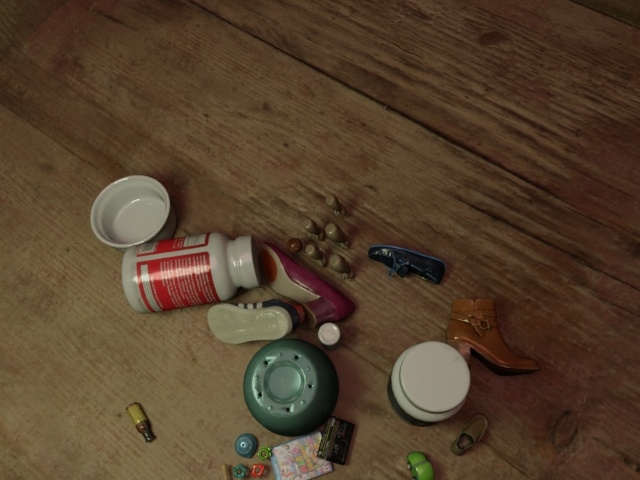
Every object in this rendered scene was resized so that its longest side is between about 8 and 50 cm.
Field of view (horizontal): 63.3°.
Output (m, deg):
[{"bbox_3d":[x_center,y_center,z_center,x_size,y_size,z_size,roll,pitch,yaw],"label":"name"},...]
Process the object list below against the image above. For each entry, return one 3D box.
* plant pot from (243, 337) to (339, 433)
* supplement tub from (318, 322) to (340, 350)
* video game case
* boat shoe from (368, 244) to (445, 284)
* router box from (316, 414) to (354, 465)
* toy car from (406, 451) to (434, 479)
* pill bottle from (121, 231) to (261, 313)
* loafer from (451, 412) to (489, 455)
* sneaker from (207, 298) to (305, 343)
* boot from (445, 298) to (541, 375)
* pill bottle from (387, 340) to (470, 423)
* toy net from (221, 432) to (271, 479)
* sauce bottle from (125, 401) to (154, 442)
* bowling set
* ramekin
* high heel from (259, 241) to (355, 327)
[{"bbox_3d":[-0.092,0.419,1.511,0.292,0.235,0.293,-1,71,2],"label":"plant pot"},{"bbox_3d":[0.030,0.303,1.630,0.070,0.107,0.071,-1,68,4],"label":"supplement tub"},{"bbox_3d":[-0.060,0.651,1.542,0.166,0.015,0.119,-19,67,-3],"label":"video game case"},{"bbox_3d":[0.279,0.080,1.707,0.258,0.109,0.089,12,72,12],"label":"boat shoe"},{"bbox_3d":[0.045,0.584,1.519,0.038,0.092,0.123,-4,60,43],"label":"router box"},{"bbox_3d":[0.306,0.702,1.451,0.238,0.053,0.225,-11,58,-17],"label":"toy car"},{"bbox_3d":[-0.406,0.097,1.685,0.407,0.229,0.229,-9,67,1],"label":"pill bottle"},{"bbox_3d":[0.442,0.569,1.518,0.056,0.050,0.148,39,75,18],"label":"loafer"},{"bbox_3d":[-0.202,0.250,1.653,0.349,0.148,0.131,-1,99,34],"label":"sneaker"},{"bbox_3d":[0.533,0.297,1.609,0.283,0.109,0.220,4,64,14],"label":"boot"},{"bbox_3d":[0.292,0.398,1.432,0.204,0.361,0.204,-2,67,4],"label":"pill bottle"},{"bbox_3d":[-0.240,0.693,1.525,0.122,0.045,0.232,26,73,12],"label":"toy net"},{"bbox_3d":[-0.556,0.562,1.603,0.042,0.042,0.128,-33,70,-9],"label":"sauce bottle"},{"bbox_3d":[0.000,0.000,1.761,0.199,0.154,0.287,-9,67,21],"label":"bowling set"},{"bbox_3d":[-0.644,-0.078,1.824,0.276,0.135,0.278,-2,66,3],"label":"ramekin"},{"bbox_3d":[-0.054,0.133,1.737,0.181,0.127,0.377,-13,54,-38],"label":"high heel"}]
